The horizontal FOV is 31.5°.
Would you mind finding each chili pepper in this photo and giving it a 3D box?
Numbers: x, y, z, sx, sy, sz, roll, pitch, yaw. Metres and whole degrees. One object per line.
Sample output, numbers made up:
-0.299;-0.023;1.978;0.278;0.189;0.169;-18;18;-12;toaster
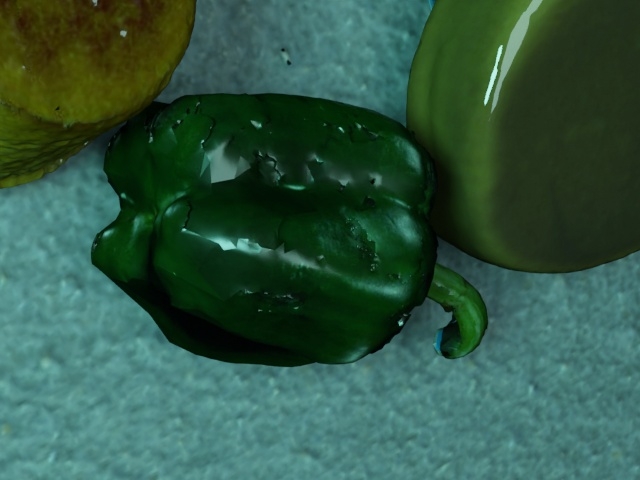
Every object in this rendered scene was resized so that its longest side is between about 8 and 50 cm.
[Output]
0.000;0.000;0.689;0.261;0.174;0.165;11;66;-30;chili pepper

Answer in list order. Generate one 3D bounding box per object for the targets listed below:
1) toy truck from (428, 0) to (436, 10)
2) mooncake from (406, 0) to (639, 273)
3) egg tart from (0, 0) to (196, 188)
0.056;-0.184;0.753;0.074;0.063;0.136;-28;110;-35;toy truck
0.157;-0.085;0.757;0.234;0.117;0.235;-13;117;-27;mooncake
-0.166;-0.130;0.600;0.215;0.170;0.215;-3;94;-39;egg tart
